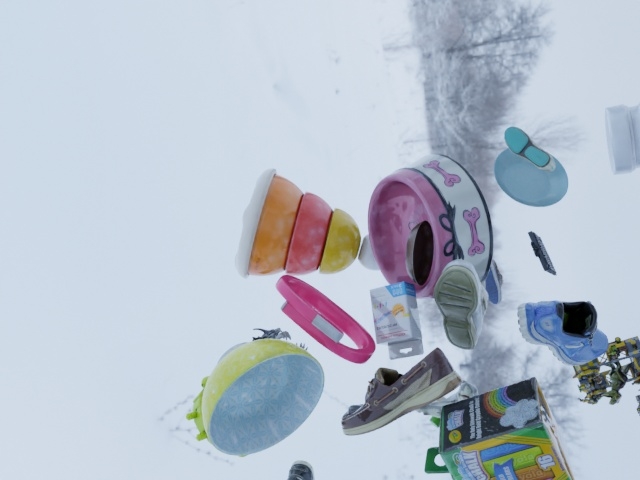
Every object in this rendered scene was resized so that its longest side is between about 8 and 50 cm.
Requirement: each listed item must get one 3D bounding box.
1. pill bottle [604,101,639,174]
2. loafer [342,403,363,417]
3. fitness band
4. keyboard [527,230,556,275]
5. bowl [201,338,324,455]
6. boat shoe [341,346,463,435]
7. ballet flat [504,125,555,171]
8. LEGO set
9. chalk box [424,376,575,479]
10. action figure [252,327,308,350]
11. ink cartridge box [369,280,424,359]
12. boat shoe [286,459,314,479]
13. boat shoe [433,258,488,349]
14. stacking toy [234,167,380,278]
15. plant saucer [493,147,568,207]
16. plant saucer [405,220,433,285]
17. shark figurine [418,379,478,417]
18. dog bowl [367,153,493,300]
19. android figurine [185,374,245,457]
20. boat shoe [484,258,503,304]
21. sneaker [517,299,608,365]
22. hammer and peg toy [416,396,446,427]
[{"bbox_3d":[0.889,-0.270,1.498,0.210,0.363,0.210,-7,90,-68],"label":"pill bottle"},{"bbox_3d":[0.142,0.630,2.258,0.220,0.078,0.080,125,-51,-62],"label":"loafer"},{"bbox_3d":[0.008,0.188,1.511,0.054,0.291,0.209,-53,165,9],"label":"fitness band"},{"bbox_3d":[0.826,0.043,2.339,0.108,0.023,0.180,22,42,-36],"label":"keyboard"},{"bbox_3d":[-0.151,0.322,1.407,0.156,0.289,0.289,42,-22,43],"label":"bowl"},{"bbox_3d":[0.172,0.360,1.501,0.123,0.342,0.123,-13,71,-56],"label":"boat shoe"},{"bbox_3d":[0.516,-0.221,1.548,0.052,0.057,0.168,22,28,-43],"label":"ballet flat"},{"bbox_3d":[0.857,0.421,1.768,0.331,0.255,0.192,55,21,-53],"label":"LEGO set"},{"bbox_3d":[0.368,0.453,1.353,0.179,0.289,0.180,61,21,-11],"label":"chalk box"},{"bbox_3d":[-0.122,0.373,2.082,0.164,0.141,0.276,33,19,-53],"label":"action figure"},{"bbox_3d":[0.194,0.205,1.590,0.061,0.104,0.181,19,59,-53],"label":"ink cartridge box"},{"bbox_3d":[-0.039,0.696,1.634,0.079,0.084,0.233,-59,136,-71],"label":"boat shoe"},{"bbox_3d":[0.352,0.141,1.546,0.103,0.113,0.302,-56,149,-33],"label":"boat shoe"},{"bbox_3d":[0.000,0.000,1.929,0.350,0.479,0.351,-164,-90,-88],"label":"stacking toy"},{"bbox_3d":[0.535,-0.158,1.608,0.037,0.195,0.195,100,-7,-59],"label":"plant saucer"},{"bbox_3d":[0.253,0.032,1.609,0.168,0.029,0.168,-13,104,-62],"label":"plant saucer"},{"bbox_3d":[0.331,0.410,1.635,0.166,0.278,0.116,43,52,-21],"label":"shark figurine"},{"bbox_3d":[0.274,-0.023,1.694,0.408,0.150,0.408,39,-44,53],"label":"dog bowl"},{"bbox_3d":[-0.246,0.477,1.734,0.273,0.056,0.248,-10,59,-49],"label":"android figurine"},{"bbox_3d":[0.671,0.154,2.403,0.066,0.066,0.183,-4,82,-37],"label":"boat shoe"},{"bbox_3d":[0.644,0.230,1.573,0.330,0.147,0.130,22,60,-36],"label":"sneaker"},{"bbox_3d":[0.468,0.595,1.952,0.266,0.127,0.361,52,-16,-21],"label":"hammer and peg toy"}]
